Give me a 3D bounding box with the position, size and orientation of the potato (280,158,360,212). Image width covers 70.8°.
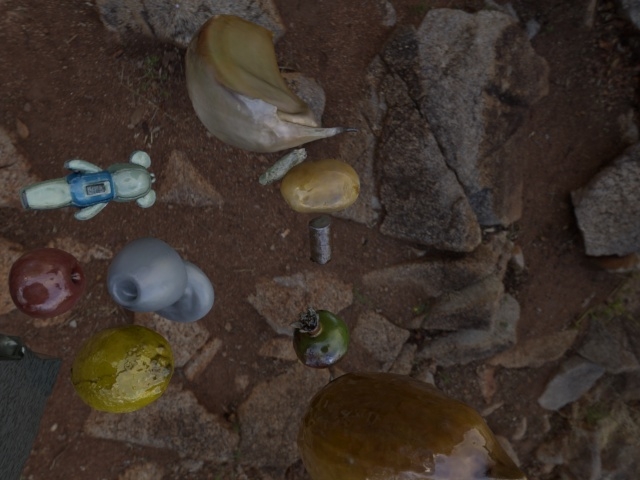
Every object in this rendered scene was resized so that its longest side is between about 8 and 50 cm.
[{"bbox_3d":[0.000,-0.157,1.270,0.233,0.150,0.146,-6,114,-25],"label":"potato"}]

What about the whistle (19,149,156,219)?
[{"bbox_3d":[-0.412,-0.097,0.818,0.235,0.077,0.114,-21,118,-44],"label":"whistle"}]

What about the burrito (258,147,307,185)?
[{"bbox_3d":[-0.117,-0.237,1.440,0.188,0.045,0.058,-36,161,21],"label":"burrito"}]

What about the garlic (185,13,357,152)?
[{"bbox_3d":[-0.109,-0.244,0.716,0.196,0.339,0.151,-27,144,-7],"label":"garlic"}]

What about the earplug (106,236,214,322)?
[{"bbox_3d":[-0.403,0.120,1.139,0.213,0.175,0.326,0,154,12],"label":"earplug"}]

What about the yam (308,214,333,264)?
[{"bbox_3d":[0.001,-0.001,1.388,0.079,0.079,0.141,-13,129,-11],"label":"yam"}]

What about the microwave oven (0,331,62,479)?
[{"bbox_3d":[-0.569,0.265,0.564,0.236,0.432,0.375,15,75,-6],"label":"microwave oven"}]

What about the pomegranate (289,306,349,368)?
[{"bbox_3d":[-0.002,0.210,0.961,0.129,0.130,0.159,-35,163,2],"label":"pomegranate"}]

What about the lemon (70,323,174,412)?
[{"bbox_3d":[-0.456,0.297,1.049,0.259,0.204,0.204,-4,123,21],"label":"lemon"}]

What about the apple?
[{"bbox_3d":[-0.581,0.088,0.970,0.119,0.153,0.154,-11,120,3],"label":"apple"}]

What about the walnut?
[{"bbox_3d":[0.110,0.277,0.584,0.208,0.336,0.209,7,78,-37],"label":"walnut"}]
